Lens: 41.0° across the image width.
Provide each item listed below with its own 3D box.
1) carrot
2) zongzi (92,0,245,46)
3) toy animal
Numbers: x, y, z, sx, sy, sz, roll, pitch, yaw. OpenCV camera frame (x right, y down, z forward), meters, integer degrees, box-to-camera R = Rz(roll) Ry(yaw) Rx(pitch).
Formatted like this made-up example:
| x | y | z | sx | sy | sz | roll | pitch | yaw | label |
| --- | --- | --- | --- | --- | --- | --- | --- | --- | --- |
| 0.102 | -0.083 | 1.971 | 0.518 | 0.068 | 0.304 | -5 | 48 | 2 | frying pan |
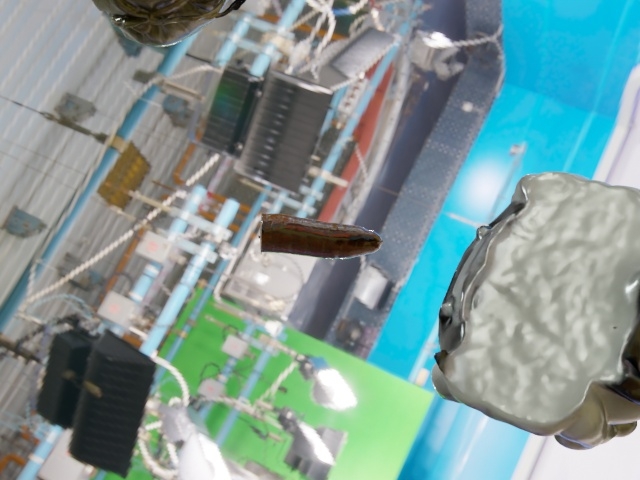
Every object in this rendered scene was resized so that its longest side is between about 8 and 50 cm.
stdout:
| x | y | z | sx | sy | sz | roll | pitch | yaw | label |
| --- | --- | --- | --- | --- | --- | --- | --- | --- | --- |
| 0.000 | 0.000 | 0.955 | 0.048 | 0.139 | 0.048 | -173 | 90 | -86 | carrot |
| -0.098 | -0.177 | 0.541 | 0.094 | 0.205 | 0.204 | -36 | -17 | 5 | zongzi |
| 0.200 | 0.067 | 0.688 | 0.156 | 0.204 | 0.208 | 46 | -115 | -52 | toy animal |
